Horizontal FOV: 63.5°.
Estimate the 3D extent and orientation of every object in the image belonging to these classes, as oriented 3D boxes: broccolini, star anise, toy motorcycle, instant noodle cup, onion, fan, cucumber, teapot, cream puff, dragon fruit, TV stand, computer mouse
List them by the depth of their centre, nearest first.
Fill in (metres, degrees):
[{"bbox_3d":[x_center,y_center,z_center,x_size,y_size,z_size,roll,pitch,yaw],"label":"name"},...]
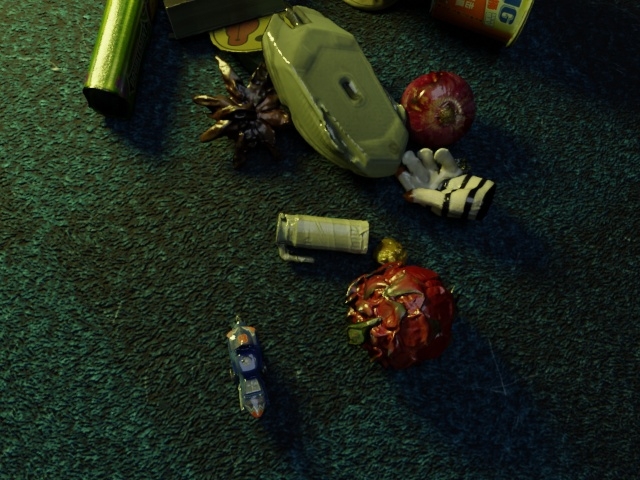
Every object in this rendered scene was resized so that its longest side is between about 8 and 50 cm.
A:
[{"bbox_3d":[-0.146,0.247,1.035,0.076,0.114,0.204,-10,78,-10],"label":"toy motorcycle"},{"bbox_3d":[0.183,0.143,1.076,0.293,0.234,0.233,-20,79,-43],"label":"dragon fruit"},{"bbox_3d":[0.000,0.000,1.136,0.201,0.077,0.107,6,96,-6],"label":"teapot"},{"bbox_3d":[-0.153,-0.290,1.138,0.272,0.102,0.271,-2,98,-14],"label":"star anise"},{"bbox_3d":[0.154,0.034,1.148,0.083,0.058,0.083,14,51,39],"label":"cream puff"},{"bbox_3d":[0.028,-0.314,1.153,0.228,0.145,0.428,-35,93,-29],"label":"computer mouse"},{"bbox_3d":[0.270,-0.302,1.203,0.178,0.153,0.177,-1,91,-22],"label":"onion"},{"bbox_3d":[-0.224,-0.560,1.207,0.270,0.082,0.088,-19,51,-8],"label":"TV stand"},{"bbox_3d":[-0.196,-0.500,1.214,0.336,0.011,0.229,-6,52,5],"label":"fan"},{"bbox_3d":[-0.132,-0.449,1.227,0.115,0.062,0.116,-42,68,-16],"label":"cucumber"},{"bbox_3d":[0.252,-0.186,1.235,0.218,0.042,0.044,6,77,0],"label":"broccolini"},{"bbox_3d":[0.393,-0.631,1.238,0.214,0.296,0.296,14,75,4],"label":"instant noodle cup"}]

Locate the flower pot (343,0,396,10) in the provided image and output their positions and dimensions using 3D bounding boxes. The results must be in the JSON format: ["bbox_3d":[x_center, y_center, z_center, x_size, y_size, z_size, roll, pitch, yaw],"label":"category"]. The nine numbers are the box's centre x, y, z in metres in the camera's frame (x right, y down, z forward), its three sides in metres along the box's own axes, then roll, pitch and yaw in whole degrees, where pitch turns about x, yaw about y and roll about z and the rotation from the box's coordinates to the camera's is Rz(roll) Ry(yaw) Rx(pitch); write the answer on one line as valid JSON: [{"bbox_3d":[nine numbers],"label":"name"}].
[{"bbox_3d":[0.140,-0.712,1.232,0.308,0.244,0.307,2,79,-8],"label":"flower pot"}]

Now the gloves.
[{"bbox_3d":[0.276,-0.123,1.184,0.219,0.131,0.140,22,83,26],"label":"gloves"}]

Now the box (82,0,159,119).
[{"bbox_3d":[-0.433,-0.451,1.152,0.097,0.134,0.345,10,75,-6],"label":"box"}]
